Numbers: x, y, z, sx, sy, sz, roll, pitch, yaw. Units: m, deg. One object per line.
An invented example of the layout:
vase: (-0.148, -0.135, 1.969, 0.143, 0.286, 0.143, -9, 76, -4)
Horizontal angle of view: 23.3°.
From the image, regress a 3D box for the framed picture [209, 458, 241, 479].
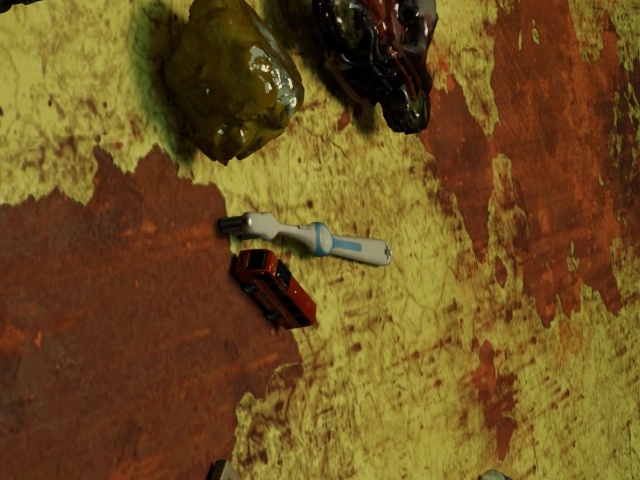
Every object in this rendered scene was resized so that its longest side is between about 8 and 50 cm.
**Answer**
framed picture: (-0.085, 0.347, 1.381, 0.184, 0.016, 0.250, 63, 31, -36)

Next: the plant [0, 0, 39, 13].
plant: (-0.285, -0.273, 0.975, 0.321, 0.194, 0.182, 46, 31, -57)

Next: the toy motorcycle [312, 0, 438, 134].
toy motorcycle: (0.040, -0.279, 1.681, 0.401, 0.134, 0.207, 41, 47, -56)

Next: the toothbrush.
toothbrush: (0.004, -0.001, 1.636, 0.386, 0.040, 0.040, 10, 74, -64)

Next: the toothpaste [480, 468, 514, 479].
toothpaste: (0.249, 0.337, 2.057, 0.197, 0.034, 0.057, 41, 56, -58)

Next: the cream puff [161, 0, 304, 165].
cream puff: (-0.087, -0.148, 1.421, 0.146, 0.116, 0.146, 49, 15, -17)

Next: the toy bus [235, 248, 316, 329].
toy bus: (-0.042, 0.048, 1.519, 0.110, 0.043, 0.031, 52, 39, -47)
